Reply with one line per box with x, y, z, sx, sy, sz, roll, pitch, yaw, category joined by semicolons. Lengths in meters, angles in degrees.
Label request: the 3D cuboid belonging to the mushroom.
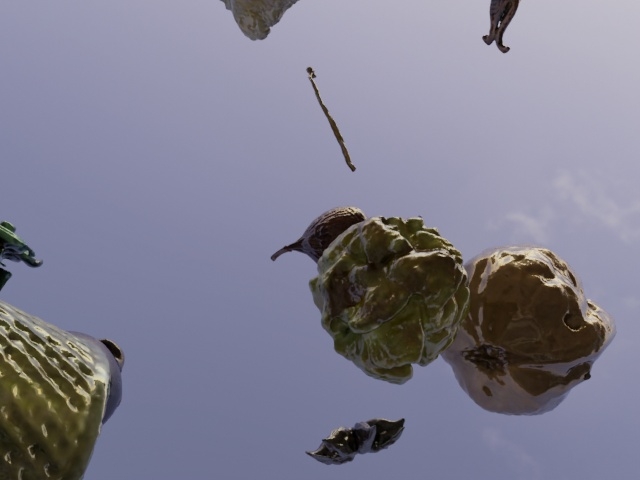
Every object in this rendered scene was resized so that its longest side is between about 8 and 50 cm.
0.018;-0.264;1.413;0.028;0.026;0.286;-6;-119;-29;mushroom

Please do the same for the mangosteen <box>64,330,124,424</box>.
-0.437;0.252;1.133;0.210;0.210;0.209;6;-115;-13;mangosteen

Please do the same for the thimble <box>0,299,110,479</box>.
-0.330;0.181;0.607;0.150;0.271;0.270;36;-123;-32;thimble

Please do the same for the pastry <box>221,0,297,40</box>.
-0.021;-0.304;0.696;0.089;0.259;0.121;-40;-75;-32;pastry

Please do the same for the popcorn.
0.111;0.090;1.131;0.282;0.247;0.282;-13;-130;16;popcorn

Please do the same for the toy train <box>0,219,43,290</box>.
-0.562;0.023;0.983;0.238;0.299;0.166;31;-110;-13;toy train

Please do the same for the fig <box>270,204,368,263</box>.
0.000;0.000;1.315;0.201;0.133;0.146;2;-110;0;fig

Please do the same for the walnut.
0.424;0.177;1.402;0.384;0.383;0.383;6;-115;-13;walnut

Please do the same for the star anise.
0.064;0.377;1.233;0.205;0.180;0.061;-17;-113;2;star anise

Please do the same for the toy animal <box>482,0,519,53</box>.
0.266;-0.406;1.015;0.057;0.099;0.241;-6;-105;-13;toy animal
